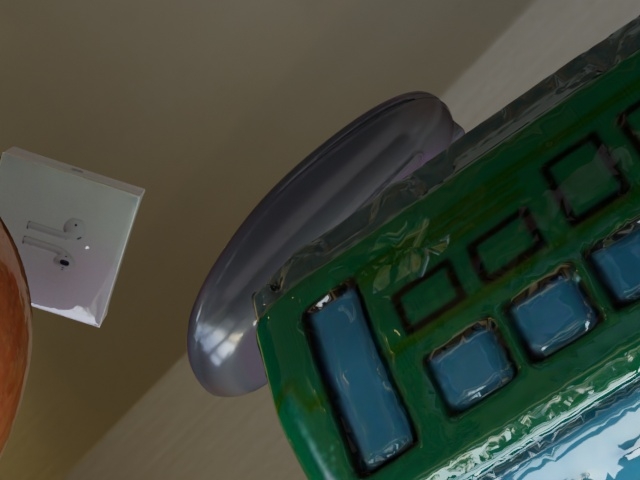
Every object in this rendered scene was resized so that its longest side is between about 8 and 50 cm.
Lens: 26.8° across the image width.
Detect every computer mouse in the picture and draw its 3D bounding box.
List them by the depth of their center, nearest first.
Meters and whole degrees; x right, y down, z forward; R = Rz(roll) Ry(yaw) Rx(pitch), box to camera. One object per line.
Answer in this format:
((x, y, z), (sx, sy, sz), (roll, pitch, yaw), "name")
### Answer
((-0.001, 0.000, 0.843), (0.057, 0.232, 0.120), (37, 165, 26), "computer mouse")

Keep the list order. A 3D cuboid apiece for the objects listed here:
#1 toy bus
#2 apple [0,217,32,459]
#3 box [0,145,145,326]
((0.150, 0.031, 0.585), (0.183, 0.343, 0.199), (44, -162, -35), "toy bus")
((-0.369, 0.067, 0.910), (0.364, 0.364, 0.364), (39, -161, -17), "apple")
((-0.244, -0.004, 1.242), (0.129, 0.130, 0.051), (18, -169, -3), "box")
